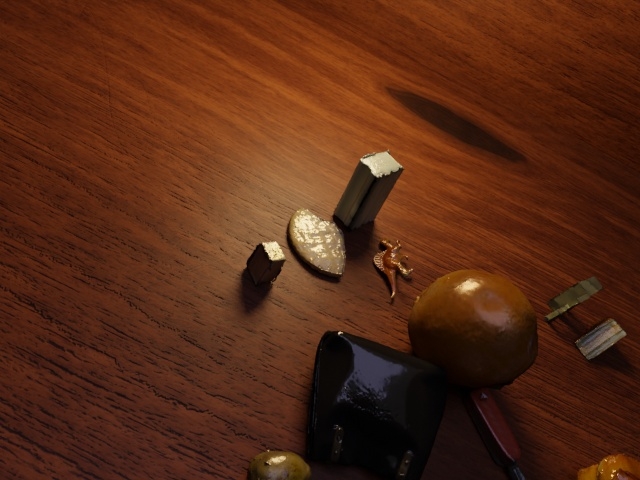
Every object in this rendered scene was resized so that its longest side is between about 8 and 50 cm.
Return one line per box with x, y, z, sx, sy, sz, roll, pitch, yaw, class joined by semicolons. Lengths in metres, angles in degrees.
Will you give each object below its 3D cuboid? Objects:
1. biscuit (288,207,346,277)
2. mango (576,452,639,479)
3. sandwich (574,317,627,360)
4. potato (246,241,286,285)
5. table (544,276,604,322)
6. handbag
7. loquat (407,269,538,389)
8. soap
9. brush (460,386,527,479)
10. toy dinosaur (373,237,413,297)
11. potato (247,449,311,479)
0.000;0.000;1.324;0.188;0.040;0.265;-21;65;-33;biscuit
0.812;0.679;1.073;0.350;0.201;0.199;38;84;-3;mango
0.955;0.349;1.498;0.163;0.113;0.079;-34;70;-3;sandwich
-0.145;0.061;1.154;0.061;0.122;0.086;-11;60;-39;potato
0.863;0.202;1.484;0.175;0.146;0.062;-12;61;-33;table
0.124;0.396;1.000;0.342;0.152;0.287;21;59;-4;handbag
0.397;0.233;1.134;0.329;0.328;0.328;13;50;-15;loquat
0.151;-0.159;1.370;0.150;0.261;0.094;-26;64;-38;soap
0.459;0.498;1.127;0.070;0.051;0.323;-4;56;-31;brush
0.221;0.072;1.358;0.142;0.057;0.212;30;45;16;toy dinosaur
-0.081;0.481;0.879;0.138;0.070;0.091;14;50;-14;potato
